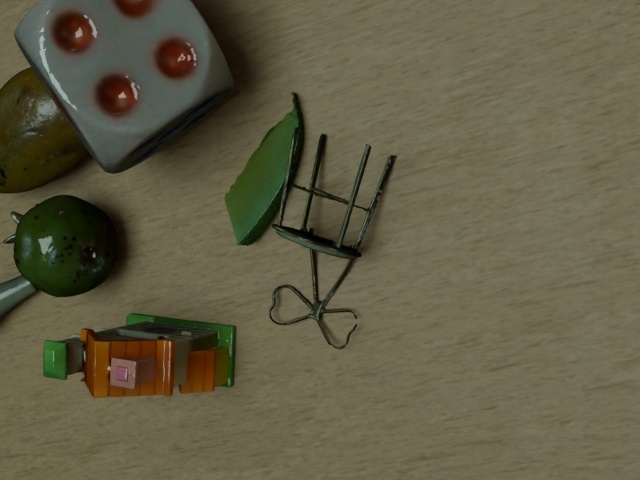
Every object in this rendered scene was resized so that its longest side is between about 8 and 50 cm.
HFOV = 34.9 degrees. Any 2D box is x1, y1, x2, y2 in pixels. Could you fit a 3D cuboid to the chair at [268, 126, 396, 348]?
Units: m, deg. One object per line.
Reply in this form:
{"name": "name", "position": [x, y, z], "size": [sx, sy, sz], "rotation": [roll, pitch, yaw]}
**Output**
{"name": "chair", "position": [0.000, 0.000, 1.583], "size": [0.160, 0.170, 0.325], "rotation": [19, 95, 20]}

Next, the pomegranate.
{"name": "pomegranate", "position": [-0.464, 0.001, 1.791], "size": [0.224, 0.181, 0.181], "rotation": [24, 104, 44]}

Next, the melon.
{"name": "melon", "position": [-0.086, -0.120, 1.681], "size": [0.114, 0.053, 0.261], "rotation": [34, 103, 37]}

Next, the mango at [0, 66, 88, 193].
{"name": "mango", "position": [-0.519, -0.187, 1.800], "size": [0.329, 0.175, 0.176], "rotation": [-33, 35, 22]}

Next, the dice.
{"name": "dice", "position": [-0.302, -0.275, 1.597], "size": [0.251, 0.243, 0.259], "rotation": [-35, 94, -11]}

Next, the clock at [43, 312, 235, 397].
{"name": "clock", "position": [-0.298, 0.197, 1.670], "size": [0.220, 0.255, 0.106], "rotation": [5, 95, 25]}

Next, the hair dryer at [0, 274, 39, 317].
{"name": "hair dryer", "position": [-0.625, 0.071, 1.923], "size": [0.219, 0.088, 0.225], "rotation": [-6, 76, 18]}
